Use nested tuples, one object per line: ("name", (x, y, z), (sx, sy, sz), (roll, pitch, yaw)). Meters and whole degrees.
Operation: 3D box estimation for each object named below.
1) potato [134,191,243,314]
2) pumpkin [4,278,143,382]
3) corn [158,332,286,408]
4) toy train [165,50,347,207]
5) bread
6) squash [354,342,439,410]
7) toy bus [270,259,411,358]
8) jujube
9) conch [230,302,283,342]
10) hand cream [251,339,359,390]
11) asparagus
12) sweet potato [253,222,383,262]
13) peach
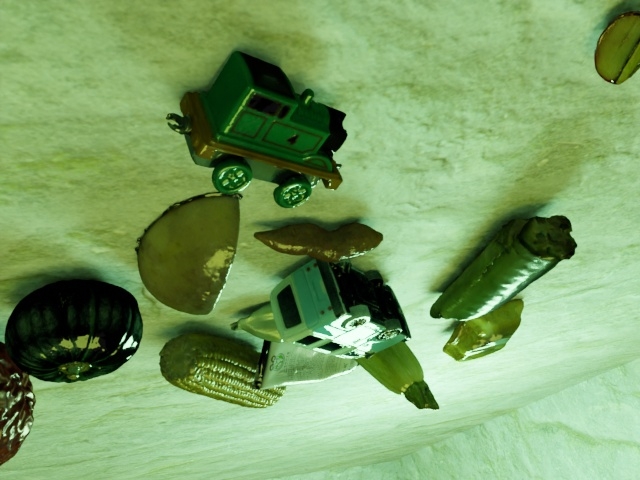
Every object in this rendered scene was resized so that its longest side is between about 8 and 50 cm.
("potato", (-0.198, 0.045, 0.840), (0.120, 0.100, 0.261), (1, 147, -28))
("pumpkin", (-0.372, 0.143, 0.892), (0.202, 0.140, 0.202), (-13, 149, -8))
("corn", (-0.194, 0.271, 1.218), (0.131, 0.131, 0.344), (-25, 148, 17))
("toy train", (-0.053, -0.118, 0.637), (0.228, 0.091, 0.136), (9, 133, -37))
("bread", (0.421, 0.241, 1.507), (0.161, 0.088, 0.233), (0, 146, -17))
("squash", (0.143, 0.238, 1.228), (0.137, 0.287, 0.137), (-20, 128, -27))
("toy bus", (0.039, 0.135, 1.078), (0.165, 0.133, 0.271), (-32, 148, 21))
("jujube", (-0.567, 0.265, 0.937), (0.213, 0.213, 0.232), (-12, 151, -6))
("conch", (-0.083, 0.164, 1.144), (0.180, 0.065, 0.088), (5, 148, -17))
("hand cream", (-0.019, 0.264, 1.307), (0.076, 0.121, 0.336), (14, -178, 40))
("asparagus", (0.344, 0.074, 1.155), (0.129, 0.108, 0.382), (-5, 152, -20))
("sweet potato", (0.000, 0.003, 0.907), (0.218, 0.051, 0.065), (-1, 107, -25))
("peach", (0.350, -0.226, 0.675), (0.077, 0.050, 0.083), (-46, 156, 6))
